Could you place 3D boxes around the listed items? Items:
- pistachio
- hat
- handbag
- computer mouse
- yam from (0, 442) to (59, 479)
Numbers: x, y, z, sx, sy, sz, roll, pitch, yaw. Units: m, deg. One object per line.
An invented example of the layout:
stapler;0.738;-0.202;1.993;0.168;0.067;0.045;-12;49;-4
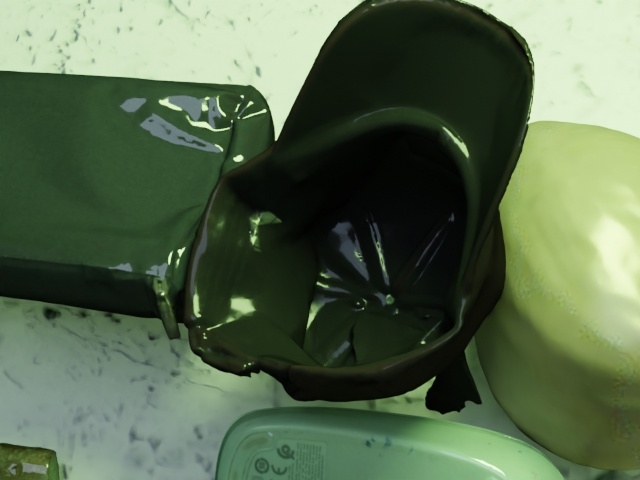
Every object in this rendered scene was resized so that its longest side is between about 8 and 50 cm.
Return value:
pistachio;0.220;0.032;1.140;0.226;0.208;0.332;-31;51;19
hat;0.069;-0.016;1.101;0.238;0.209;0.336;43;107;29
handbag;-0.204;-0.011;1.246;0.301;0.178;0.275;5;50;11
computer mouse;0.057;0.213;1.125;0.288;0.097;0.159;5;98;21
yam;-0.357;0.191;1.236;0.274;0.061;0.061;2;64;10
